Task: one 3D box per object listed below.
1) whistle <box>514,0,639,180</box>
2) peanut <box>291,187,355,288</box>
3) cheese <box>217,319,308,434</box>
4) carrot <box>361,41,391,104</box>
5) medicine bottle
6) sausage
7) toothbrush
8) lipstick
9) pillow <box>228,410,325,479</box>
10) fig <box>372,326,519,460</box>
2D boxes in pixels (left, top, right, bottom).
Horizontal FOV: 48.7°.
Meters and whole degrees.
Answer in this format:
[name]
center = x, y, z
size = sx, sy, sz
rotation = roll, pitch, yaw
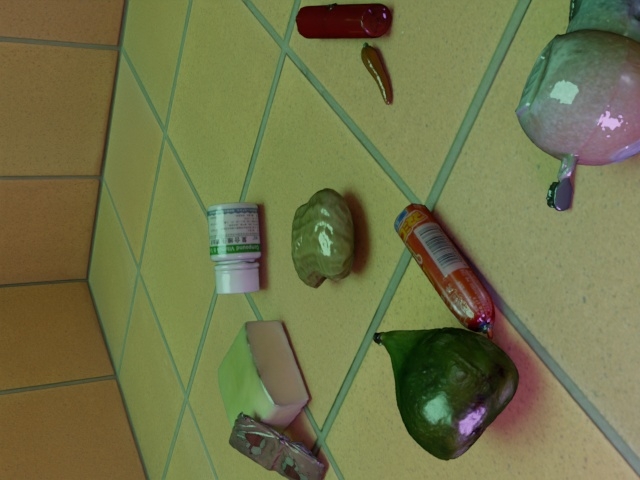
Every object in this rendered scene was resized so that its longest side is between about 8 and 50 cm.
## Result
[whistle]
center = 0.358, -0.231, 0.869
size = 0.189, 0.189, 0.347
rotation = 8, 78, 59
[peanut]
center = 0.000, 0.000, 1.509
size = 0.233, 0.110, 0.196
rotation = -28, 69, 55
[cheese]
center = -0.156, 0.369, 1.797
size = 0.265, 0.124, 0.242
rotation = -57, 42, 44
[carrot]
center = 0.109, -0.326, 1.369
size = 0.035, 0.035, 0.142
rotation = -47, 58, 51
[medicine bottle]
center = -0.226, 0.021, 1.865
size = 0.139, 0.139, 0.236
rotation = -5, 87, 60
[sausage]
center = 0.216, 0.053, 1.185
size = 0.274, 0.074, 0.074
rotation = 59, 140, 37
[toothbrush]
center = 0.346, -0.189, 0.982
size = 0.030, 0.030, 0.297
rotation = -151, 61, -66
[lipstick]
center = 0.040, -0.446, 1.439
size = 0.280, 0.073, 0.073
rotation = 26, 114, 56
[pillow]
center = -0.104, 0.504, 1.689
size = 0.248, 0.049, 0.135
rotation = 27, 131, 13
[fig]
center = 0.178, 0.205, 1.108
size = 0.235, 0.203, 0.203
rotation = 43, 132, 20
